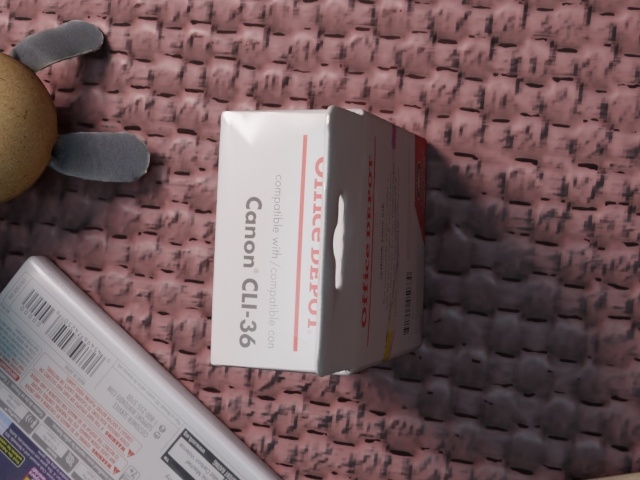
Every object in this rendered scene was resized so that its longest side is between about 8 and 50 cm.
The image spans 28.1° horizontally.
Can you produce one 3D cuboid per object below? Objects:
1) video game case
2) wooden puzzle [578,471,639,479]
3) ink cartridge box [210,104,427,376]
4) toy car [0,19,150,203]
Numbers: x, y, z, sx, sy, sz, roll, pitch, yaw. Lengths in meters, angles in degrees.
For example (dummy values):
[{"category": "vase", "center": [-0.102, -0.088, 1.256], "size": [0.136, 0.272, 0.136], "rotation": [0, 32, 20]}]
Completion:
[{"category": "video game case", "center": [-0.146, 0.141, 0.729], "size": [0.201, 0.023, 0.183], "rotation": [42, 99, 11]}, {"category": "wooden puzzle", "center": [0.238, 0.210, 0.618], "size": [0.239, 0.044, 0.221], "rotation": [-12, 87, 19]}, {"category": "ink cartridge box", "center": [0.000, 0.000, 0.600], "size": [0.067, 0.198, 0.115], "rotation": [2, 89, 15]}, {"category": "toy car", "center": [-0.198, -0.055, 0.712], "size": [0.188, 0.149, 0.155], "rotation": [-21, 80, -13]}]
